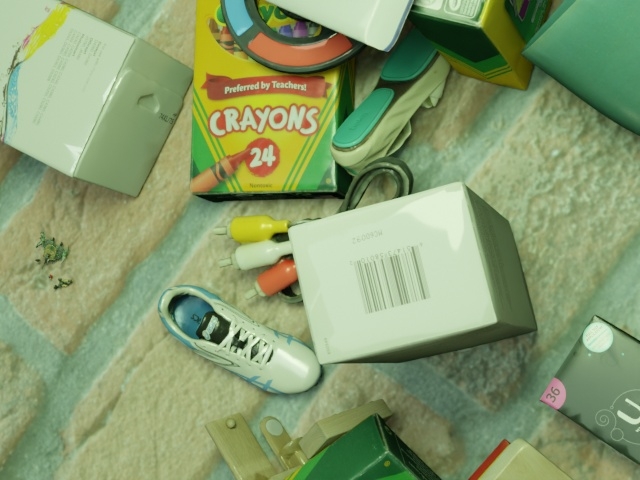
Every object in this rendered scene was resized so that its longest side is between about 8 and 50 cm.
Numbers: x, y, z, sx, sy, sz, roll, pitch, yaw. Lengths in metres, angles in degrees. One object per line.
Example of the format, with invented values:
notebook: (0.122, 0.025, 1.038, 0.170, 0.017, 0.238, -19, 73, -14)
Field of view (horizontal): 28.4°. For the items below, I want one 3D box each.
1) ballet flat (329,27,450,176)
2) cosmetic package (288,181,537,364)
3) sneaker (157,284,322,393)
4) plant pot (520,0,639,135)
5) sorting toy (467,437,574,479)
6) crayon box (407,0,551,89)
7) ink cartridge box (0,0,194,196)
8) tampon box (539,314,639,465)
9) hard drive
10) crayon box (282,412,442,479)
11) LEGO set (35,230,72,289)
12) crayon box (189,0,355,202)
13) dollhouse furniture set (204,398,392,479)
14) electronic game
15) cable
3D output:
ballet flat: (0.103, -0.178, 1.592, 0.086, 0.086, 0.248, 34, 73, 17)
cosmetic package: (0.117, 0.051, 1.421, 0.197, 0.365, 0.155, -15, 82, 13)
sneaker: (-0.109, 0.131, 1.630, 0.237, 0.086, 0.085, 26, 91, 16)
plant pot: (0.409, -0.238, 1.412, 0.235, 0.293, 0.293, 43, 98, -1)
sorting toy: (0.222, 0.381, 1.452, 0.257, 0.089, 0.255, 40, 92, -20)
crayon box: (0.219, -0.387, 1.459, 0.106, 0.313, 0.362, 17, 90, 18)
ink cartridge box: (-0.348, -0.209, 1.676, 0.270, 0.198, 0.197, 26, 92, 18)
tampon box: (0.359, 0.179, 1.472, 0.161, 0.101, 0.120, 32, 94, 18)
hard drive: (0.031, -0.343, 1.410, 0.319, 0.040, 0.210, 38, 107, 58)
crayon box: (0.006, 0.378, 1.514, 0.323, 0.083, 0.203, -38, 118, 11)
LEGO set: (-0.368, 0.026, 1.755, 0.054, 0.023, 0.083, -3, 97, 19)
crayon box: (-0.061, -0.213, 1.650, 0.202, 0.081, 0.318, -1, 84, 17)
dollhouse furniture set: (-0.028, 0.223, 1.566, 0.123, 0.144, 0.151, 56, 132, 22)
electronic game: (-0.017, -0.319, 1.581, 0.229, 0.048, 0.229, -3, 80, 16)
cable: (0.000, 0.000, 1.571, 0.287, 0.072, 0.139, -22, 99, 35)
